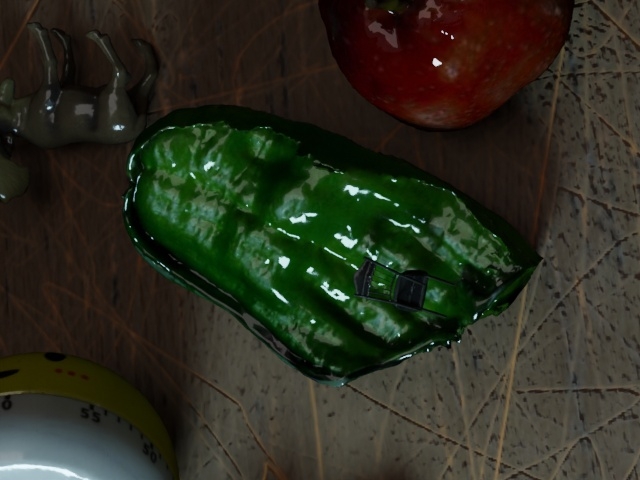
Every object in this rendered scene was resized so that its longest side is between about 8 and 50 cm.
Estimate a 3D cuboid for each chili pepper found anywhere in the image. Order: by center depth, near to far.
[{"bbox_3d":[0.002,0.003,1.721,0.385,0.167,0.213,23,106,14],"label":"chili pepper"}]

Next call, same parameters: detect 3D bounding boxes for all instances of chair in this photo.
[{"bbox_3d":[0.072,0.041,1.610,0.086,0.042,0.037,18,96,44],"label":"chair"}]

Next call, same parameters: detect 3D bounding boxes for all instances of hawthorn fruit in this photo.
[{"bbox_3d":[0.104,-0.204,1.658,0.230,0.266,0.210,-26,90,21],"label":"hawthorn fruit"}]

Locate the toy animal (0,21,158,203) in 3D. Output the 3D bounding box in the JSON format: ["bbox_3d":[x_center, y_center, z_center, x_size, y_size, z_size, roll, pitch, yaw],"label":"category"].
[{"bbox_3d":[-0.276,-0.124,1.901,0.214,0.094,0.186,7,91,17],"label":"toy animal"}]

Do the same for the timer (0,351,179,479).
[{"bbox_3d":[-0.259,0.212,1.772,0.285,0.285,0.285,-5,79,23],"label":"timer"}]
